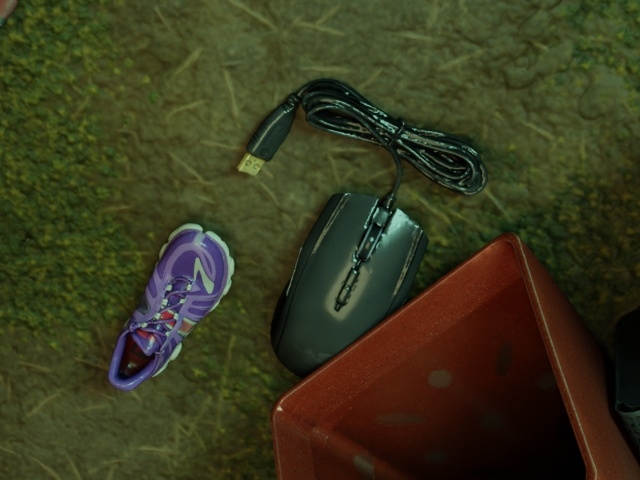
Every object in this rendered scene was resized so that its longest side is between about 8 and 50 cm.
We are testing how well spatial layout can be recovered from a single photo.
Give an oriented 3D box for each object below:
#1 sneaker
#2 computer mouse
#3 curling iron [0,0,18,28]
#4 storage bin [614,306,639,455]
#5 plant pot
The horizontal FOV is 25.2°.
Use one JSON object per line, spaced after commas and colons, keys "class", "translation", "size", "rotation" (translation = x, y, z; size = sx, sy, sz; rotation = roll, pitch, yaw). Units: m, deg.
{"class": "sneaker", "translation": [-0.130, 0.064, 1.222], "size": [0.068, 0.071, 0.170], "rotation": [29, 113, -1]}
{"class": "computer mouse", "translation": [0.000, 0.000, 1.175], "size": [0.184, 0.060, 0.262], "rotation": [31, 114, -2]}
{"class": "curling iron", "translation": [-0.273, -0.208, 1.163], "size": [0.068, 0.035, 0.274], "rotation": [37, 114, -4]}
{"class": "storage bin", "translation": [0.297, 0.105, 1.089], "size": [0.122, 0.180, 0.084], "rotation": [-25, 105, 20]}
{"class": "plant pot", "translation": [0.145, 0.207, 1.118], "size": [0.267, 0.267, 0.235], "rotation": [-38, 125, 23]}
